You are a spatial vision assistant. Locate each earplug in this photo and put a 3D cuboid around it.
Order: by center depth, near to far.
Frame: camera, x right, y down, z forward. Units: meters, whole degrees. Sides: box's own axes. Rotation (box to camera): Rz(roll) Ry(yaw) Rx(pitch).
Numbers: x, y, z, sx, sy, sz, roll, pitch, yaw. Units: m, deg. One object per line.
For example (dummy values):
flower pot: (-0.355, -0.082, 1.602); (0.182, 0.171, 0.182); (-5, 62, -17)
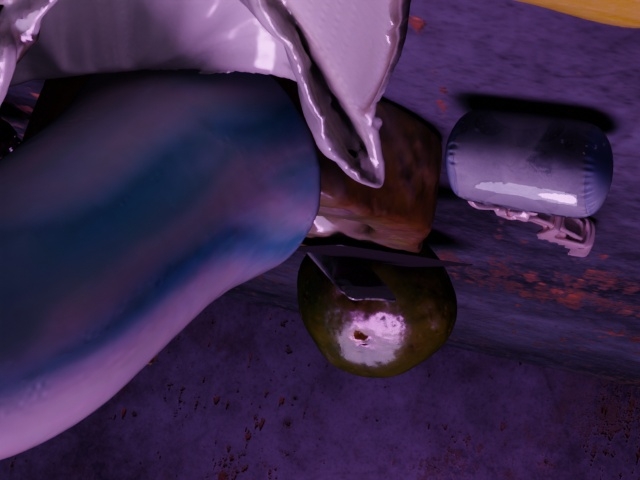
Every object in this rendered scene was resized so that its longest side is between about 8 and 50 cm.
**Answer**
earplug: (-0.143, 0.017, 0.659); (0.185, 0.185, 0.324); (10, -148, 20)

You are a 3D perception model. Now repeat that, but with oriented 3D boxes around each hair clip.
hair clip: (0.219, -0.018, 1.047); (0.072, 0.034, 0.226); (5, 169, 39)

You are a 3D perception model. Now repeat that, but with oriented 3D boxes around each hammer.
hammer: (0.167, -0.049, 0.857); (0.116, 0.069, 0.194); (9, 179, 21)

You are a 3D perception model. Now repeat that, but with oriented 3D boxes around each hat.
hat: (-0.092, -0.129, 0.534); (0.258, 0.168, 0.301); (-7, 152, -15)

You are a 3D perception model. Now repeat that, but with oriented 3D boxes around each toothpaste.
toothpaste: (0.000, 0.000, 1.181); (0.062, 0.037, 0.216); (0, -147, -35)

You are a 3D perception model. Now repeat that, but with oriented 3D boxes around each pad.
pad: (0.053, 0.015, 1.088); (0.157, 0.003, 0.112); (8, 174, -31)

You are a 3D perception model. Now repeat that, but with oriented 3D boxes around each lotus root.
lotus root: (-0.061, -0.059, 0.996); (0.375, 0.111, 0.390); (14, 171, -35)

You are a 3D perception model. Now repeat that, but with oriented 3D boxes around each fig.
fig: (0.061, 0.053, 1.383); (0.195, 0.195, 0.245); (15, -154, -13)

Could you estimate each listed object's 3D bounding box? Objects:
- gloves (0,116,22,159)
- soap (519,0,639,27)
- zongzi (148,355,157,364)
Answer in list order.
gloves: (-0.398, -0.108, 1.147); (0.164, 0.124, 0.203); (-11, 144, 11)
soap: (0.118, -0.119, 0.471); (0.169, 0.033, 0.089); (5, 159, -31)
zongzi: (-0.278, 0.010, 0.808); (0.289, 0.154, 0.317); (16, -177, 17)
